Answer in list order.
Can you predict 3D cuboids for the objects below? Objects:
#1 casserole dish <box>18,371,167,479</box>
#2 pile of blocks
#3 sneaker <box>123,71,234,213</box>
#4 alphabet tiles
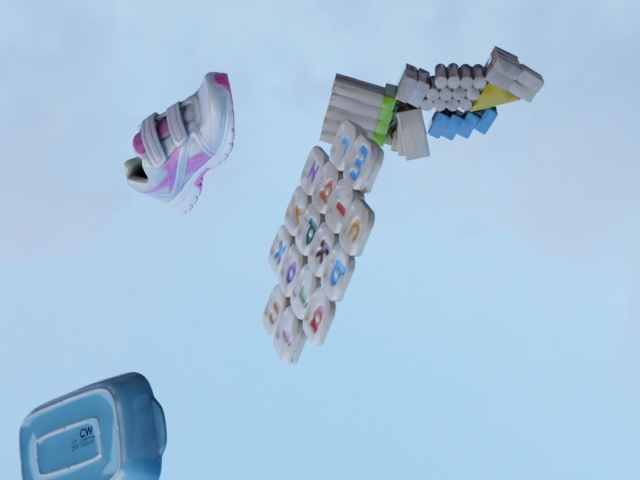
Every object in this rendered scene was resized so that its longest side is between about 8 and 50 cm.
[{"bbox_3d":[-0.209,0.183,1.168,0.037,0.188,0.114,10,-115,-48],"label":"casserole dish"},{"bbox_3d":[0.177,-0.221,2.134,0.362,0.148,0.112,-7,-159,8],"label":"pile of blocks"},{"bbox_3d":[-0.199,-0.137,1.851,0.111,0.252,0.103,10,-136,-27],"label":"sneaker"},{"bbox_3d":[0.000,0.000,1.596,0.021,0.284,0.278,18,-166,-20],"label":"alphabet tiles"}]
